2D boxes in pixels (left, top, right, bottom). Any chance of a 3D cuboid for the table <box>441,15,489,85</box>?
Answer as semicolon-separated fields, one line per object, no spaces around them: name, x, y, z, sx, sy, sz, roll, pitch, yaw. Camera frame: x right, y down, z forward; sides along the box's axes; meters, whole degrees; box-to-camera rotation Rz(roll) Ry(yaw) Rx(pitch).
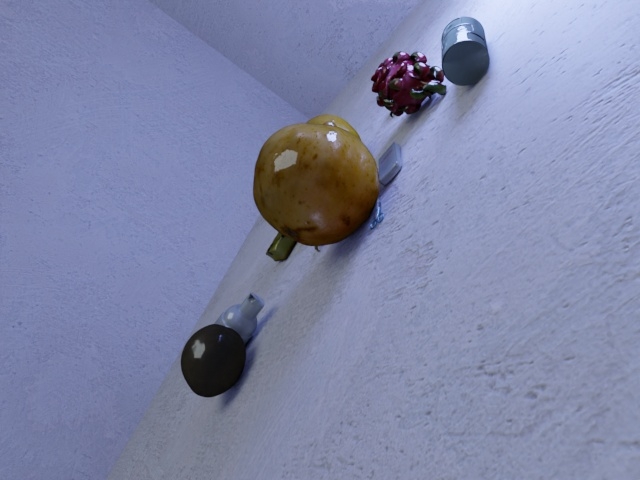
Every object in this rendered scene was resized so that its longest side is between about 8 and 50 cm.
table;0.403;-0.534;1.467;0.126;0.126;0.220;-46;18;37

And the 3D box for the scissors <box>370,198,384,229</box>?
scissors;0.162;-0.080;1.481;0.058;0.014;0.119;-44;21;35

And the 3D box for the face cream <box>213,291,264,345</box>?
face cream;-0.318;0.328;1.931;0.370;0.145;0.145;-50;15;19

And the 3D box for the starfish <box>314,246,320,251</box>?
starfish;0.000;0.000;1.831;0.078;0.028;0.091;-57;9;4

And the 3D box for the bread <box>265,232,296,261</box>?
bread;-0.110;-0.079;2.286;0.361;0.077;0.138;-61;15;-19

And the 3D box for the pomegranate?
pomegranate;-0.009;-0.193;1.575;0.410;0.410;0.410;-51;14;19

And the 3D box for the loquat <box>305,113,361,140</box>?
loquat;0.029;-0.350;2.018;0.275;0.275;0.275;-51;14;19

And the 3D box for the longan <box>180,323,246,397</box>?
longan;-0.361;0.407;1.754;0.248;0.248;0.248;-51;14;19

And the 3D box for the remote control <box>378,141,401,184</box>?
remote control;0.216;-0.240;1.631;0.087;0.029;0.190;-50;15;26

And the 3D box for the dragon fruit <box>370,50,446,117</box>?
dragon fruit;0.282;-0.520;1.708;0.218;0.198;0.273;-52;12;-21
